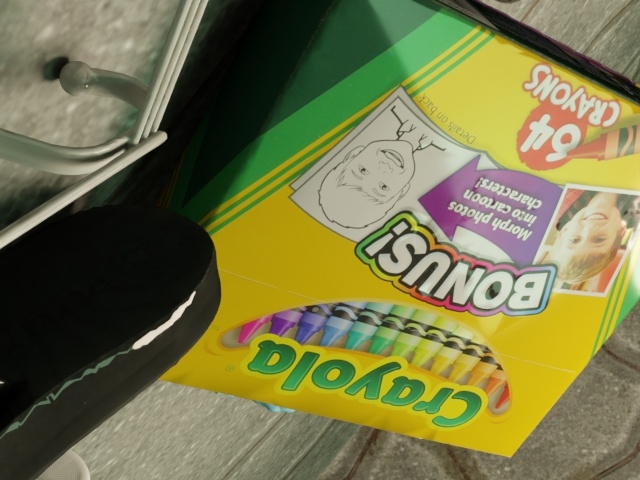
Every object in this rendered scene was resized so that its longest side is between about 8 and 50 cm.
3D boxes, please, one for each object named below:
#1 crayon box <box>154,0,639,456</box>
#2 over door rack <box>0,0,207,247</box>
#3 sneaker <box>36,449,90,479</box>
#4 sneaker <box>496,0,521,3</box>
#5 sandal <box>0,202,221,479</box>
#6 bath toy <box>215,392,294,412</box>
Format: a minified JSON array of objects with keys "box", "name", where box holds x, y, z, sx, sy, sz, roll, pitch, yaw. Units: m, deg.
[{"box":[0.079,-0.009,0.731,0.363,0.106,0.313,18,116,-29],"name":"crayon box"},{"box":[-0.110,-0.085,0.334,0.239,0.108,0.324,-61,-177,34],"name":"over door rack"},{"box":[-0.275,0.238,0.736,0.217,0.079,0.121,-30,158,-36],"name":"sneaker"},{"box":[0.239,-0.300,0.757,0.161,0.102,0.282,-30,178,-27],"name":"sneaker"},{"box":[-0.219,0.088,0.451,0.446,0.167,0.107,-48,141,-43],"name":"sandal"},{"box":[0.000,0.000,0.873,0.151,0.129,0.348,-30,153,-54],"name":"bath toy"}]
